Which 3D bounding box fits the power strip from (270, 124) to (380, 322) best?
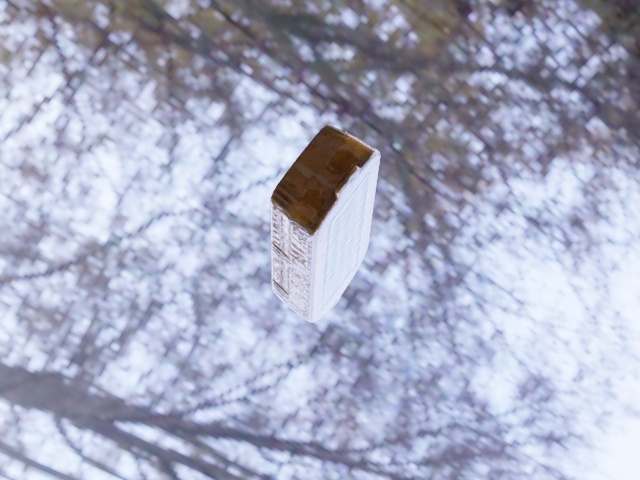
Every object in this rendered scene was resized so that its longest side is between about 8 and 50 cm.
[{"bbox_3d":[0.000,0.000,0.804,0.028,0.178,0.049,33,-108,11],"label":"power strip"}]
